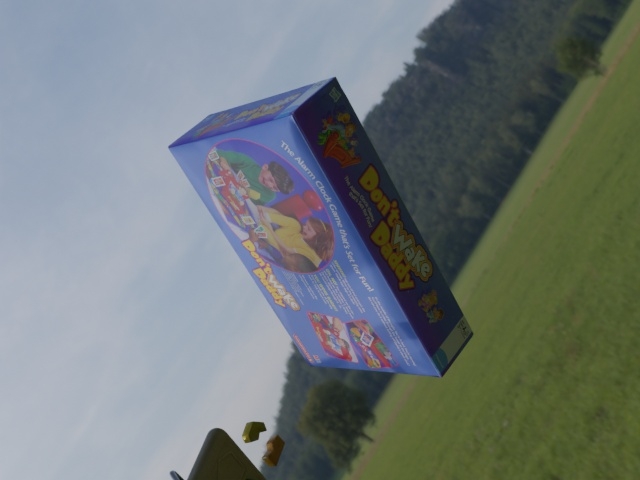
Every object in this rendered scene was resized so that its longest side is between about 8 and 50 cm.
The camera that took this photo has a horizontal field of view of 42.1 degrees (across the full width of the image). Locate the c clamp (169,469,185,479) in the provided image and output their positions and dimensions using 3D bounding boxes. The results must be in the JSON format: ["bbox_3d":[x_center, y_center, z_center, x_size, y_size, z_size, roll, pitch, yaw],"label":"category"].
[{"bbox_3d":[-0.110,0.308,0.890,0.022,0.137,0.161,-44,23,-13],"label":"c clamp"}]

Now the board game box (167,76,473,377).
[{"bbox_3d":[0.000,0.000,0.972,0.233,0.347,0.078,-4,33,48],"label":"board game box"}]

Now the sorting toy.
[{"bbox_3d":[-0.155,0.477,1.634,0.041,0.229,0.307,-18,32,33],"label":"sorting toy"}]
